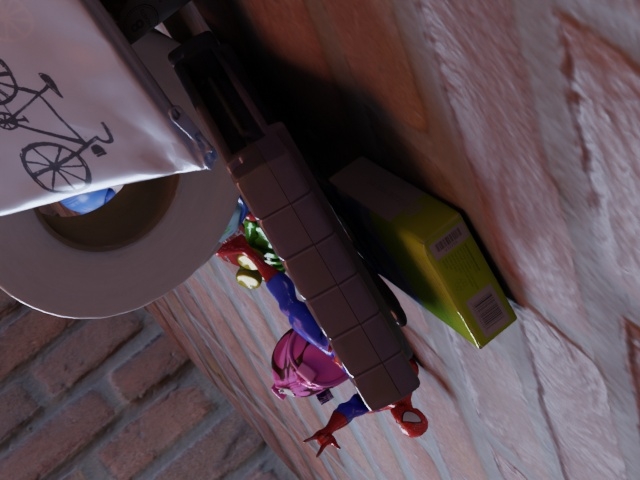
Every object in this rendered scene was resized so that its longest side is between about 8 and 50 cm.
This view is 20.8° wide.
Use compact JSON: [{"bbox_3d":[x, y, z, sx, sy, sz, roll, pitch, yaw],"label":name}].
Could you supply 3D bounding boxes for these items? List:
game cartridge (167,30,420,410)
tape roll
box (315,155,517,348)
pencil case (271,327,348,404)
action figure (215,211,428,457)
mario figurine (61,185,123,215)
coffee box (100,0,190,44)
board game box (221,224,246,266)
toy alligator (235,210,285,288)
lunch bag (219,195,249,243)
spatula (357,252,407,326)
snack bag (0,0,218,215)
[{"bbox_3d":[-0.025,-0.026,1.409,0.230,0.068,0.355,56,-179,-25],"label":"game cartridge"},{"bbox_3d":[-0.217,-0.073,1.637,0.100,0.286,0.286,34,160,56],"label":"tape roll"},{"bbox_3d":[0.071,0.004,1.331,0.109,0.042,0.178,59,168,-30],"label":"box"},{"bbox_3d":[-0.006,0.132,1.946,0.095,0.098,0.209,51,169,4],"label":"pencil case"},{"bbox_3d":[-0.006,0.099,1.728,0.280,0.091,0.139,46,-148,8],"label":"action figure"},{"bbox_3d":[-0.378,-0.085,2.549,0.320,0.198,0.170,50,-176,-16],"label":"mario figurine"},{"bbox_3d":[-0.251,-0.274,1.409,0.119,0.168,0.297,41,165,44],"label":"coffee box"},{"bbox_3d":[-0.170,-0.083,2.104,0.281,0.027,0.145,54,168,-15],"label":"board game box"},{"bbox_3d":[-0.057,0.001,1.861,0.051,0.056,0.189,15,146,3],"label":"toy alligator"},{"bbox_3d":[-0.172,-0.090,1.912,0.219,0.090,0.176,50,169,6],"label":"lunch bag"},{"bbox_3d":[0.000,0.000,1.652,0.296,0.030,0.084,41,165,46],"label":"spatula"},{"bbox_3d":[-0.295,-0.144,1.387,0.343,0.037,0.323,-11,132,28],"label":"snack bag"}]
